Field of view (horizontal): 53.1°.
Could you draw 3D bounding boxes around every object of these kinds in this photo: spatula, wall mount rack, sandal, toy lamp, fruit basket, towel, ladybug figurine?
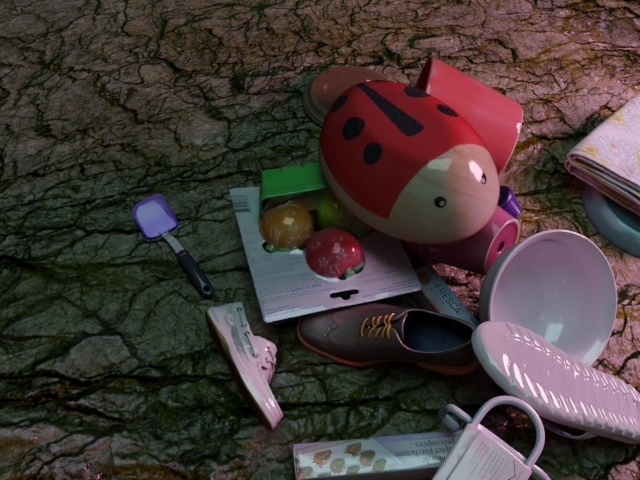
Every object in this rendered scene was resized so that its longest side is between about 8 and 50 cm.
[{"bbox_3d":[-0.313,0.015,1.388,0.084,0.030,0.296,-28,59,-23],"label":"spatula"},{"bbox_3d":[0.262,0.435,1.000,0.304,0.130,0.350,36,68,14],"label":"wall mount rack"},{"bbox_3d":[0.424,0.282,1.143,0.416,0.102,0.169,27,37,-16],"label":"sandal"},{"bbox_3d":[0.354,-0.135,1.448,0.274,0.080,0.080,38,47,-25],"label":"toy lamp"},{"bbox_3d":[0.000,0.000,1.353,0.326,0.165,0.353,-11,59,-13],"label":"fruit basket"},{"bbox_3d":[0.820,-0.198,1.556,0.374,0.090,0.320,-35,63,-28],"label":"towel"},{"bbox_3d":[0.158,-0.181,1.262,0.305,0.162,0.449,-33,52,-15],"label":"ladybug figurine"}]

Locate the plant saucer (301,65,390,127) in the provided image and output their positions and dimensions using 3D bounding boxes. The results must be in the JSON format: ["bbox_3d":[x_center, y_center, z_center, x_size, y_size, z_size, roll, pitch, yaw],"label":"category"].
[{"bbox_3d":[0.088,-0.386,1.731,0.277,0.041,0.278,2,51,-3],"label":"plant saucer"}]

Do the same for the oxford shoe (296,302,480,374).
[{"bbox_3d":[0.122,0.165,1.211,0.363,0.133,0.130,3,64,15],"label":"oxford shoe"}]

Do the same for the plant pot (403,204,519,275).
[{"bbox_3d":[0.302,-0.022,1.335,0.201,0.201,0.180,-37,48,-28],"label":"plant pot"}]

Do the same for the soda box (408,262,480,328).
[{"bbox_3d":[0.250,0.138,1.315,0.058,0.063,0.183,-24,58,-19],"label":"soda box"}]

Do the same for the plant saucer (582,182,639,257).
[{"bbox_3d":[0.799,-0.082,1.547,0.317,0.044,0.318,2,53,-3],"label":"plant saucer"}]

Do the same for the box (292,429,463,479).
[{"bbox_3d":[0.112,0.381,1.113,0.323,0.067,0.063,-3,52,-6],"label":"box"}]

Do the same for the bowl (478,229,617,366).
[{"bbox_3d":[0.420,0.123,1.260,0.297,0.134,0.298,-1,94,-20],"label":"bowl"}]

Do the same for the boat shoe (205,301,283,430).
[{"bbox_3d":[-0.125,0.219,1.200,0.096,0.098,0.277,-21,55,-19],"label":"boat shoe"}]

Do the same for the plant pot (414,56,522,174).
[{"bbox_3d":[0.330,-0.272,1.535,0.243,0.275,0.275,17,52,-2],"label":"plant pot"}]
